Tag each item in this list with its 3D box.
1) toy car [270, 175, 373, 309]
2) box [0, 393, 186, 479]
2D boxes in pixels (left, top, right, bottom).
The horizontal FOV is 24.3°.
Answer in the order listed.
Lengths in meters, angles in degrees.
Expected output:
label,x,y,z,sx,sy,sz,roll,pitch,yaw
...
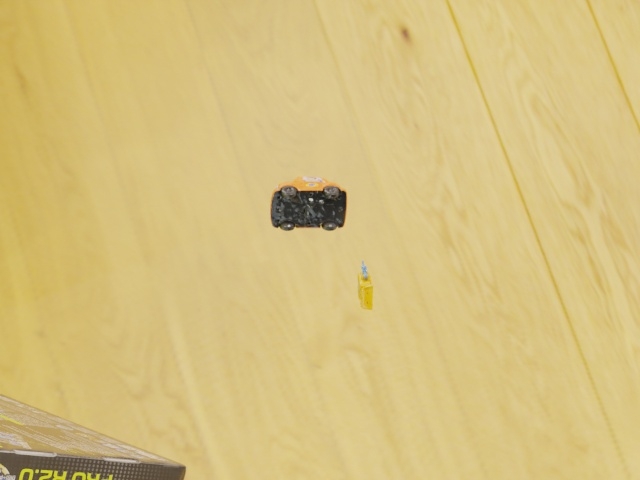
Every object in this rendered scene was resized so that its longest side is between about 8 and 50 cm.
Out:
label,x,y,z,sx,sy,sz,roll,pitch,yaw
toy car,0.000,0.000,1.121,0.060,0.122,0.040,-15,33,3
box,-0.268,0.153,1.100,0.270,0.216,0.060,13,89,39
